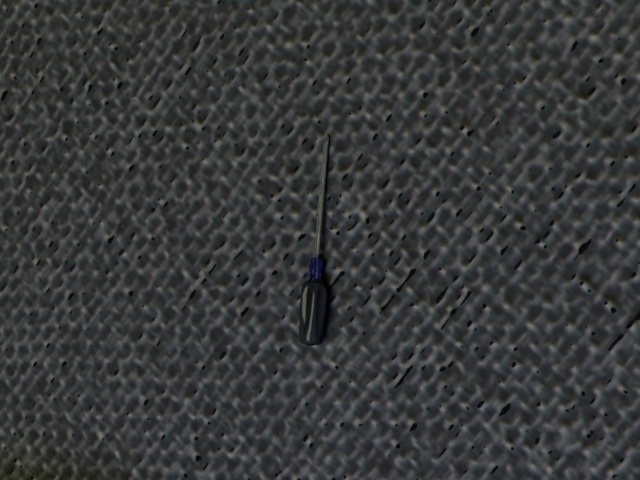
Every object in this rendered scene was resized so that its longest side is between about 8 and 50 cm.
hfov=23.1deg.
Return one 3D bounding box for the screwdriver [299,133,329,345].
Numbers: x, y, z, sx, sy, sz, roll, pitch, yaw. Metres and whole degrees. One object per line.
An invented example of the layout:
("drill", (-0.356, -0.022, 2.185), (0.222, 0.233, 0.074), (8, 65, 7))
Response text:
("screwdriver", (0.000, 0.000, 1.256), (0.024, 0.025, 0.169), (3, 83, 28))
